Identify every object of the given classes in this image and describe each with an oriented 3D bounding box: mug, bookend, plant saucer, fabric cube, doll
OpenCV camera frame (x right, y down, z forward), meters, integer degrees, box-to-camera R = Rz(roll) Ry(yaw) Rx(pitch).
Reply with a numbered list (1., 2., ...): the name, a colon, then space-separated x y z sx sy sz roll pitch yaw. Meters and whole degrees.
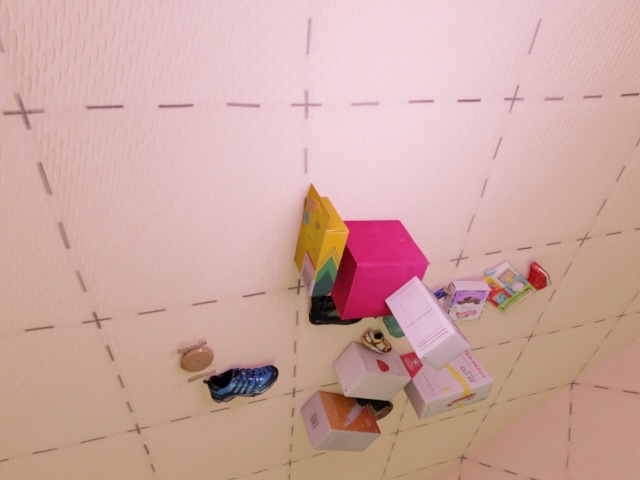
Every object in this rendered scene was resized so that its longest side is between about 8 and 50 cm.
1. mug: 0.326 0.348 1.829 0.097 0.158 0.129 -28 156 5
2. bookend: 0.251 0.804 2.126 0.157 0.156 0.072 -34 131 7
3. plant saucer: 0.312 0.949 2.345 0.198 0.036 0.199 -12 130 -14
4. fabric cube: 0.179 0.097 1.474 0.257 0.259 0.254 -2 128 -18
5. doll: 0.489 0.270 1.872 0.189 0.046 0.129 -38 140 18

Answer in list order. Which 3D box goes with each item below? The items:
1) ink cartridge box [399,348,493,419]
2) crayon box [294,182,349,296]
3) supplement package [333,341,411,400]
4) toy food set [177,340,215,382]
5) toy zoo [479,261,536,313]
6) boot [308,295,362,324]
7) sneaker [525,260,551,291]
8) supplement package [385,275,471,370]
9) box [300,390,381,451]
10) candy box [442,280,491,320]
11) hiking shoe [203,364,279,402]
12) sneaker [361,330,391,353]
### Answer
1. ink cartridge box: 0.615 0.686 2.099 0.383 0.279 0.161 -11 129 -15
2. crayon box: 0.000 0.000 1.361 0.081 0.202 0.319 -2 128 -21
3. supplement package: 0.241 0.617 1.960 0.292 0.178 0.175 19 118 -33
4. toy food set: -0.490 0.468 1.652 0.132 0.038 0.192 -16 126 -19
5. toy zoo: 0.852 0.216 1.952 0.293 0.030 0.192 35 113 -26
6. boot: 0.074 0.238 1.649 0.246 0.094 0.207 -3 131 -12
7. sneaker: 1.022 0.195 2.000 0.128 0.087 0.221 -42 129 11
8. supplement package: 0.337 0.262 1.330 0.139 0.244 0.133 -40 131 13
9. box: 0.103 0.922 2.120 0.345 0.215 0.168 22 115 -34
10. candy box: 0.663 0.277 1.911 0.164 0.070 0.197 0 127 -6
11. hiking shoe: -0.326 0.591 1.757 0.303 0.113 0.132 -18 132 -7
12. sneaker: 0.279 0.467 1.929 0.185 0.070 0.084 23 121 -35
